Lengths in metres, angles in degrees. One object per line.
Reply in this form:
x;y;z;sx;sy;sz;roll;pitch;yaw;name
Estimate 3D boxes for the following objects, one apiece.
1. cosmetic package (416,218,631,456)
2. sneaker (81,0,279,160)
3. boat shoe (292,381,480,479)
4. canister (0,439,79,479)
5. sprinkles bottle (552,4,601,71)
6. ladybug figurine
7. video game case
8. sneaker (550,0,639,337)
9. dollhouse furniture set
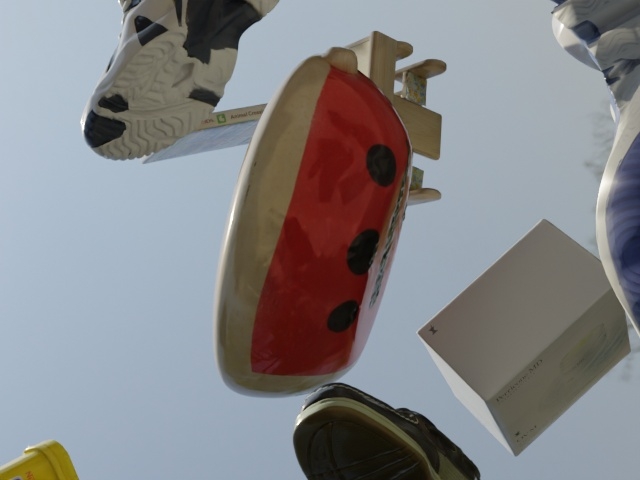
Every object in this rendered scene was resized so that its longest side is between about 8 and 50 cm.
0.275;0.134;1.092;0.138;0.224;0.224;45;174;39;cosmetic package
-0.145;-0.182;0.716;0.094;0.153;0.235;34;-95;-46;sneaker
0.055;0.159;0.599;0.223;0.080;0.073;45;-152;-34;boat shoe
-0.340;0.307;0.884;0.170;0.073;0.126;-23;-88;-47;canister
0.291;-0.298;0.638;0.121;0.355;0.121;4;-130;-5;sprinkles bottle
0.000;0.000;0.979;0.162;0.449;0.305;19;-151;14;ladybug figurine
-0.150;-0.161;1.230;0.193;0.212;0.023;-15;-90;-27;video game case
0.257;-0.096;0.542;0.182;0.127;0.315;-2;-103;-43;sneaker
0.104;-0.184;1.181;0.242;0.161;0.212;14;-106;-39;dollhouse furniture set
